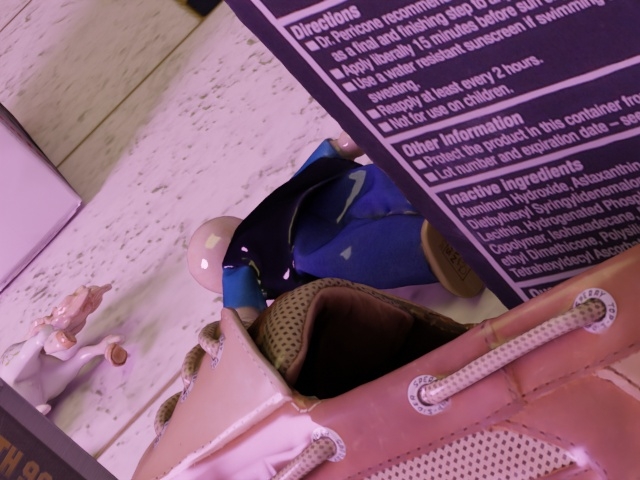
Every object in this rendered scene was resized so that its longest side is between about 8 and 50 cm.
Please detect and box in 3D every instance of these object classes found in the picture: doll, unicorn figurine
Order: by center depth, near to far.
[{"bbox_3d":[0.000,0.000,0.777,0.189,0.046,0.129,-6,45,51],"label":"doll"},{"bbox_3d":[-0.159,0.093,0.871,0.111,0.060,0.162,-19,21,42],"label":"unicorn figurine"}]

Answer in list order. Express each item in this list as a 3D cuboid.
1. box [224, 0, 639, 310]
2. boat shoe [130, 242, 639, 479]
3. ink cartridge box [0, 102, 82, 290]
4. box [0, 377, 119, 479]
[{"bbox_3d":[0.120,-0.144,0.536,0.296,0.294,0.183,-16,39,43],"label":"box"},{"bbox_3d":[0.009,0.067,0.555,0.324,0.116,0.123,-18,3,34],"label":"boat shoe"},{"bbox_3d":[-0.253,-0.072,1.105,0.092,0.158,0.218,-45,27,0],"label":"ink cartridge box"},{"bbox_3d":[-0.179,0.122,0.655,0.056,0.231,0.183,-5,48,47],"label":"box"}]
